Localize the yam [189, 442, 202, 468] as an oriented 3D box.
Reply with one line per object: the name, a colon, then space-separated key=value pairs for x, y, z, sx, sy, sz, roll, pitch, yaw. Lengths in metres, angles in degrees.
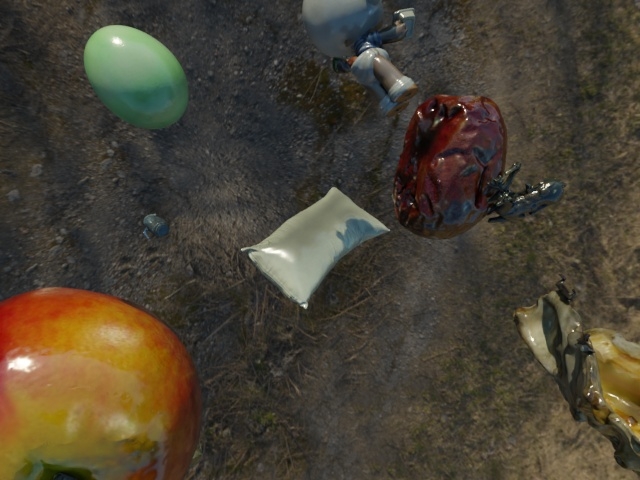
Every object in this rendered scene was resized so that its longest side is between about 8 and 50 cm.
yam: x=-0.453 y=0.664 z=1.339 sx=0.107 sy=0.183 sz=0.107 roll=-22 pitch=133 yaw=-26

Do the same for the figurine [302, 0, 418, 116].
figurine: x=0.049 y=-0.241 z=0.481 sx=0.094 sy=0.147 sz=0.197 roll=-38 pitch=85 yaw=-24

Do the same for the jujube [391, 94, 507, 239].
jujube: x=0.336 y=-0.187 z=1.086 sx=0.277 sy=0.276 sz=0.376 roll=-4 pitch=112 yaw=-14

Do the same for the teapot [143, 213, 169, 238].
teapot: x=-0.467 y=-0.035 z=1.166 sx=0.049 sy=0.083 sz=0.063 roll=-10 pitch=118 yaw=-43

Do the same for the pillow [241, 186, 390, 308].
pillow: x=0.001 y=0.000 z=0.712 sx=0.254 sy=0.144 sz=0.078 roll=-38 pitch=152 yaw=-38

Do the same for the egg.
egg: x=-0.475 y=-0.422 z=1.071 sx=0.220 sy=0.220 sz=0.269 roll=-41 pitch=114 yaw=-5

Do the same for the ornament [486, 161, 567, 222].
ornament: x=0.492 y=-0.121 z=0.969 sx=0.202 sy=0.236 sz=0.080 roll=-23 pitch=66 yaw=16

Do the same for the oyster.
oyster: x=0.323 y=0.144 z=0.459 sx=0.198 sy=0.337 sz=0.133 roll=19 pitch=106 yaw=-10

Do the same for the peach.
peach: x=-0.359 y=0.248 z=0.582 sx=0.389 sy=0.388 sz=0.387 roll=-2 pitch=100 yaw=-14
